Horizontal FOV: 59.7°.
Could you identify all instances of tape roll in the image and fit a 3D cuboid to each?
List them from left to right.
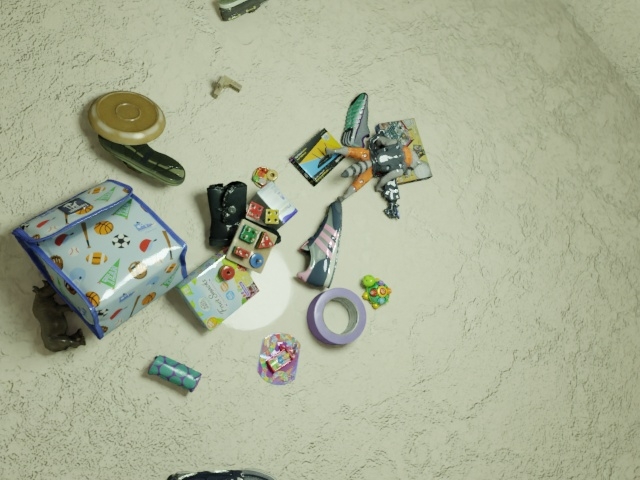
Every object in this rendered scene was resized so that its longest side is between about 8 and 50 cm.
[{"bbox_3d":[0.054,0.257,1.883,0.189,0.080,0.189,5,76,-20],"label":"tape roll"}]

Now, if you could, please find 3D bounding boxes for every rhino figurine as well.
[{"bbox_3d":[-0.760,0.204,1.596,0.106,0.073,0.243,-18,83,-26],"label":"rhino figurine"}]

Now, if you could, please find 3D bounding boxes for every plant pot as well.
[{"bbox_3d":[-0.611,-0.399,1.768,0.236,0.032,0.236,11,52,-14],"label":"plant pot"}]

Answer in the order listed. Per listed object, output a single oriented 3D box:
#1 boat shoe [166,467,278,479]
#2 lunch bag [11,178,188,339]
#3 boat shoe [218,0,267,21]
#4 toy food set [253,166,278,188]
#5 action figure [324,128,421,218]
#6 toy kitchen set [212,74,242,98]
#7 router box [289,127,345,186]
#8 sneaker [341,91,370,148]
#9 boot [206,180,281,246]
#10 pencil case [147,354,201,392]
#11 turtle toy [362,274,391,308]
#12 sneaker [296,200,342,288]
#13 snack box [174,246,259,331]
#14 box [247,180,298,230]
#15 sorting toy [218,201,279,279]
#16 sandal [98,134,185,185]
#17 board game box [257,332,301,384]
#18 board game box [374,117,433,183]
[{"bbox_3d":[-0.268,0.730,1.607,0.340,0.158,0.127,6,76,-19],"label":"boat shoe"},{"bbox_3d":[-0.622,0.018,1.585,0.385,0.239,0.328,43,56,16],"label":"lunch bag"},{"bbox_3d":[-0.271,-0.863,2.036,0.228,0.068,0.081,-31,50,-28],"label":"boat shoe"},{"bbox_3d":[-0.193,-0.218,1.935,0.083,0.020,0.082,27,70,-13],"label":"toy food set"},{"bbox_3d":[0.212,-0.232,1.993,0.330,0.178,0.341,-18,91,-13],"label":"action figure"},{"bbox_3d":[-0.321,-0.526,1.934,0.075,0.068,0.083,29,70,-12],"label":"toy kitchen set"},{"bbox_3d":[-0.005,-0.300,2.010,0.133,0.046,0.179,46,67,-5],"label":"router box"},{"bbox_3d":[0.151,-0.442,2.098,0.098,0.083,0.223,26,75,-33],"label":"sneaker"},{"bbox_3d":[-0.244,-0.086,1.806,0.246,0.094,0.207,0,105,-15],"label":"boot"},{"bbox_3d":[-0.436,0.400,1.674,0.152,0.070,0.064,28,34,-10],"label":"pencil case"},{"bbox_3d":[0.196,0.173,1.963,0.130,0.066,0.095,43,67,-6],"label":"turtle toy"},{"bbox_3d":[0.000,0.000,1.911,0.131,0.112,0.319,11,67,-3],"label":"sneaker"},{"bbox_3d":[-0.320,0.151,1.745,0.207,0.070,0.174,-40,115,-22],"label":"snack box"},{"bbox_3d":[-0.160,-0.111,1.865,0.072,0.126,0.137,-42,95,-25],"label":"box"},{"bbox_3d":[-0.204,0.012,1.737,0.132,0.046,0.274,28,78,-30],"label":"sorting toy"},{"bbox_3d":[-0.571,-0.254,1.760,0.303,0.086,0.120,35,49,-4],"label":"sandal"},{"bbox_3d":[-0.130,0.382,1.810,0.133,0.033,0.168,15,72,-17],"label":"board game box"},{"bbox_3d":[0.319,-0.341,2.143,0.165,0.042,0.243,-13,82,-23],"label":"board game box"}]
